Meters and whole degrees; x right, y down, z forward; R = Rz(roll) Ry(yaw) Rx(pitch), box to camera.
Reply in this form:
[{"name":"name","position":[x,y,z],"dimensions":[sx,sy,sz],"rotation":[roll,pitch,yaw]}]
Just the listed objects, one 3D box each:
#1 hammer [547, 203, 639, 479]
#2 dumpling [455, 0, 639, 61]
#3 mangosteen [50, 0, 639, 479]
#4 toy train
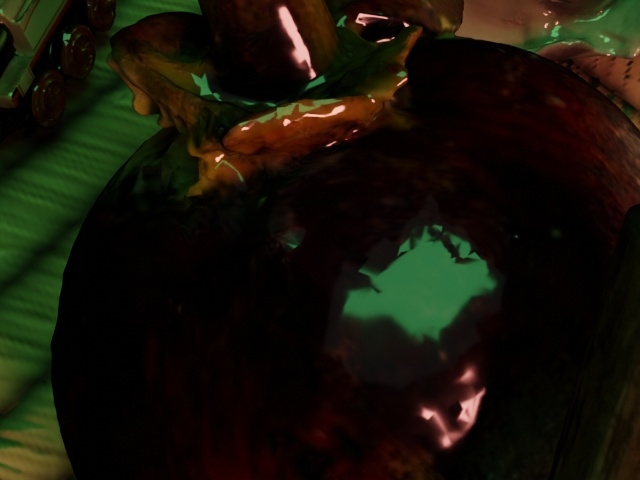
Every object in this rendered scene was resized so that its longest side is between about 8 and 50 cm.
[{"name":"hammer","position":[0.049,0.192,0.300],"dimensions":[0.242,0.095,0.409],"rotation":[15,84,48]},{"name":"dumpling","position":[0.109,-0.147,0.627],"dimensions":[0.188,0.108,0.127],"rotation":[7,98,15]},{"name":"mangosteen","position":[0.000,0.000,0.433],"dimensions":[0.231,0.289,0.231],"rotation":[-23,31,15]},{"name":"toy train","position":[-0.112,-0.156,0.616],"dimensions":[0.053,0.085,0.250],"rotation":[12,60,20]}]
